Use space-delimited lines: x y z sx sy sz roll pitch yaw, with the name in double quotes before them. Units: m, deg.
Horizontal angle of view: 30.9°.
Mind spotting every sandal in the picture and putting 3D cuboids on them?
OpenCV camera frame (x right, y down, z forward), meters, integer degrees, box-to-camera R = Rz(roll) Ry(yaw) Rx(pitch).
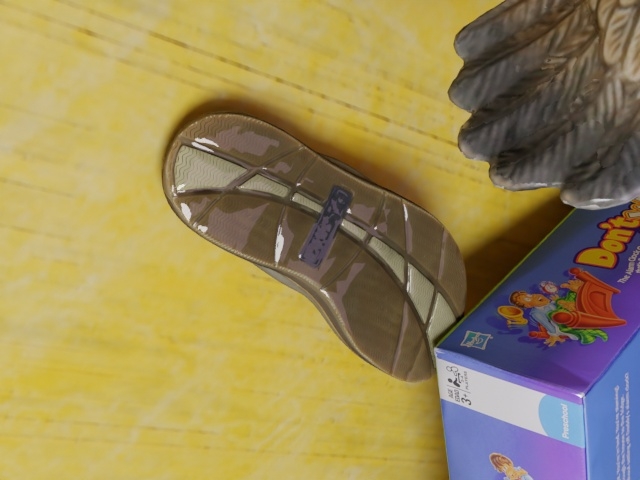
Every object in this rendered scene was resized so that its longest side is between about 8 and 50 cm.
"sandal" 0.000 0.000 0.517 0.180 0.049 0.072 34 83 -30

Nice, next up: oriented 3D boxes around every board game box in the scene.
"board game box" 0.176 0.146 0.666 0.233 0.078 0.347 -38 131 -39

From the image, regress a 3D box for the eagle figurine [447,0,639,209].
"eagle figurine" 0.161 -0.162 0.366 0.298 0.226 0.225 -27 148 -31
